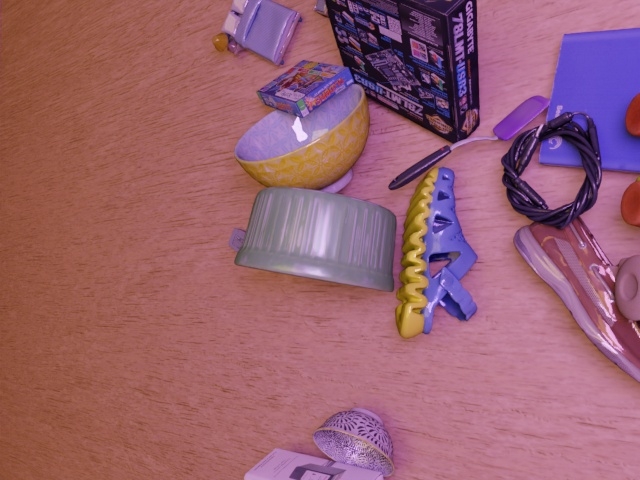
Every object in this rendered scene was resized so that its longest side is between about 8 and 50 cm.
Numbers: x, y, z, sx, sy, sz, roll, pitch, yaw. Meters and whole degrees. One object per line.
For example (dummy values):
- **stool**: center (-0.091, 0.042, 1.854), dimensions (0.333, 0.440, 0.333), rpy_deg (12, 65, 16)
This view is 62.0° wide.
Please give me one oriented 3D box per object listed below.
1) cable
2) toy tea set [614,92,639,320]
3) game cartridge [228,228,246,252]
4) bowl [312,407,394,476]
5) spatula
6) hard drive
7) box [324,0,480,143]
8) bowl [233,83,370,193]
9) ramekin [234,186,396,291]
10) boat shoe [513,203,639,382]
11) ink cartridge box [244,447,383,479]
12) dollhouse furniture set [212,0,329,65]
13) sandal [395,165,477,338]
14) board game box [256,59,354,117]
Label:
- **cable**: center (0.352, -0.104, 0.819), dimensions (0.150, 0.047, 0.185), rpy_deg (-13, 65, 39)
- **toy tea set**: center (0.476, -0.051, 0.657), dimensions (0.124, 0.200, 0.336), rpy_deg (6, 83, -2)
- **game cartridge**: center (-0.191, 0.006, 1.316), dimensions (0.083, 0.017, 0.056), rpy_deg (34, 111, 33)
- **bowl**: center (0.076, 0.381, 1.040), dimensions (0.170, 0.170, 0.080), rpy_deg (-5, 41, 36)
- **spatula**: center (0.248, -0.164, 0.924), dimensions (0.296, 0.084, 0.030), rpy_deg (-27, 113, 13)
- **hard drive**: center (0.497, -0.201, 0.770), dimensions (0.318, 0.040, 0.210), rpy_deg (15, 98, 44)
- **box**: center (0.138, -0.336, 0.925), dimensions (0.073, 0.293, 0.295), rpy_deg (-45, 57, -9)
- **bowl**: center (-0.015, -0.179, 1.086), dimensions (0.289, 0.289, 0.156), rpy_deg (-3, 129, 36)
- **ramekin**: center (0.000, 0.000, 1.006), dimensions (0.303, 0.303, 0.148), rpy_deg (6, 84, 37)
- **boat shoe**: center (0.430, 0.079, 0.788), dimensions (0.116, 0.123, 0.324), rpy_deg (-45, 65, 24)
- **ink cartridge box**: center (-0.002, 0.553, 1.062), dimensions (0.272, 0.114, 0.199), rpy_deg (-3, 101, 36)
- **dollhouse furniture set**: center (-0.125, -0.535, 1.180), dimensions (0.286, 0.198, 0.303), rpy_deg (39, 110, 32)
- **sandal**: center (0.218, 0.023, 0.965), dimensions (0.138, 0.126, 0.318), rpy_deg (7, 83, 0)
- **board game box**: center (-0.038, -0.323, 1.118), dimensions (0.136, 0.035, 0.201), rpy_deg (-37, 34, -11)
